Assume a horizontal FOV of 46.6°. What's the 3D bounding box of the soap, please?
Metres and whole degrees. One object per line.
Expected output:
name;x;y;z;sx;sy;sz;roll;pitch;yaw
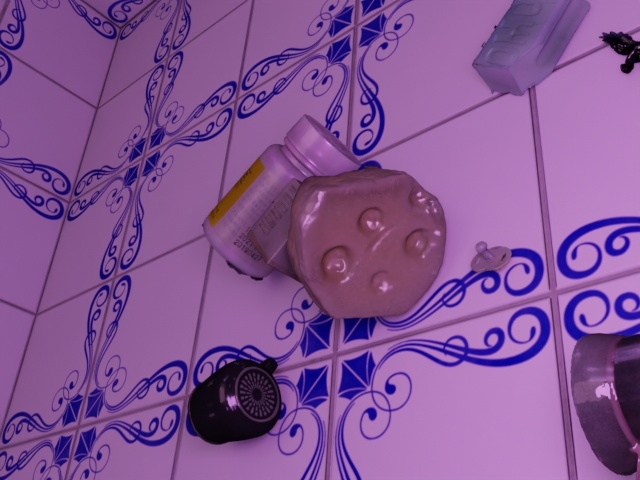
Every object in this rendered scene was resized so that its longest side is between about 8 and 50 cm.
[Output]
soap;0.430;-0.418;1.539;0.145;0.091;0.230;27;85;52

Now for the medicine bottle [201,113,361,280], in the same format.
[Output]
medicine bottle;-0.094;-0.102;1.790;0.378;0.213;0.213;-46;39;13

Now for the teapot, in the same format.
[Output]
teapot;0.510;0.192;0.907;0.344;0.253;0.300;-26;33;43

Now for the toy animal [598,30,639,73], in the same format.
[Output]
toy animal;0.592;-0.348;1.351;0.108;0.062;0.220;-62;35;25

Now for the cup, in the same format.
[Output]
cup;-0.177;0.345;1.635;0.176;0.169;0.223;-34;8;38

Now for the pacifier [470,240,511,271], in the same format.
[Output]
pacifier;0.312;0.023;1.382;0.083;0.064;0.068;-9;41;44

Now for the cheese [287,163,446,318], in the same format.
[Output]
cheese;0.086;-0.002;1.442;0.318;0.326;0.115;-45;24;-1

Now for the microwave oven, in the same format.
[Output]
microwave oven;0.000;0.000;1.592;0.194;0.240;0.145;-52;38;8
